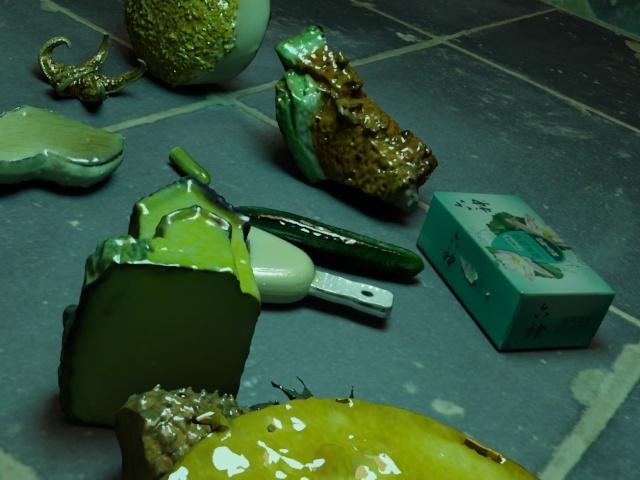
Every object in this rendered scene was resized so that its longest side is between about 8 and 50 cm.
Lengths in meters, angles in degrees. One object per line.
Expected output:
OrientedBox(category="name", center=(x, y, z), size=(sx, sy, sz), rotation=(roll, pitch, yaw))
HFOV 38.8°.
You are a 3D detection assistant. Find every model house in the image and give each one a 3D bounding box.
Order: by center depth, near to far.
OrientedBox(category="model house", center=(-0.160, 0.045, 0.890), size=(0.170, 0.194, 0.211), rotation=(6, 32, -14))

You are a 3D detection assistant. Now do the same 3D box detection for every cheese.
OrientedBox(category="cheese", center=(-0.025, 0.045, 1.102), size=(0.234, 0.050, 0.127), rotation=(17, 27, -2))

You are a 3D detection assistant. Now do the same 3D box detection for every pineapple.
OrientedBox(category="pineapple", center=(-0.055, 0.178, 0.809), size=(0.251, 0.125, 0.125), rotation=(3, 32, -33))

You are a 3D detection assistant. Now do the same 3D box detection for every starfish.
OrientedBox(category="starfish", center=(-0.355, -0.262, 1.428), size=(0.146, 0.074, 0.190), rotation=(-6, 37, -32))

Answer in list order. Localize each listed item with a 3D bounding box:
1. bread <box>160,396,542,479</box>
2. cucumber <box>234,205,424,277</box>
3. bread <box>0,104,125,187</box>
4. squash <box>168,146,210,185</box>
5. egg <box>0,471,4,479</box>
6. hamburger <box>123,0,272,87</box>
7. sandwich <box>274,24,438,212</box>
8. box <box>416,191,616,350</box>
OrientedBox(category="bread", center=(0.042, 0.284, 0.575), size=(0.397, 0.215, 0.398), rotation=(17, 26, -9))
OrientedBox(category="cucumber", center=(0.000, 0.000, 1.186), size=(0.284, 0.056, 0.056), rotation=(14, 30, -3))
OrientedBox(category="bread", center=(-0.379, -0.120, 1.189), size=(0.232, 0.064, 0.172), rotation=(-5, 36, -35))
OrientedBox(category="squash", center=(-0.184, -0.102, 1.292), size=(0.027, 0.028, 0.083), rotation=(-11, 40, -39))
OrientedBox(category="egg", center=(-0.313, 0.208, 0.454), size=(0.278, 0.278, 0.336), rotation=(34, 37, 28))
OrientedBox(category="hamburger", center=(-0.221, -0.398, 1.533), size=(0.179, 0.276, 0.294), rotation=(-2, 23, -40))
OrientedBox(category="sandwich", center=(0.040, -0.147, 1.365), size=(0.162, 0.250, 0.301), rotation=(-41, 62, -6))
OrientedBox(category="box", center=(0.252, 0.034, 1.213), size=(0.153, 0.092, 0.245), rotation=(0, 34, -26))
